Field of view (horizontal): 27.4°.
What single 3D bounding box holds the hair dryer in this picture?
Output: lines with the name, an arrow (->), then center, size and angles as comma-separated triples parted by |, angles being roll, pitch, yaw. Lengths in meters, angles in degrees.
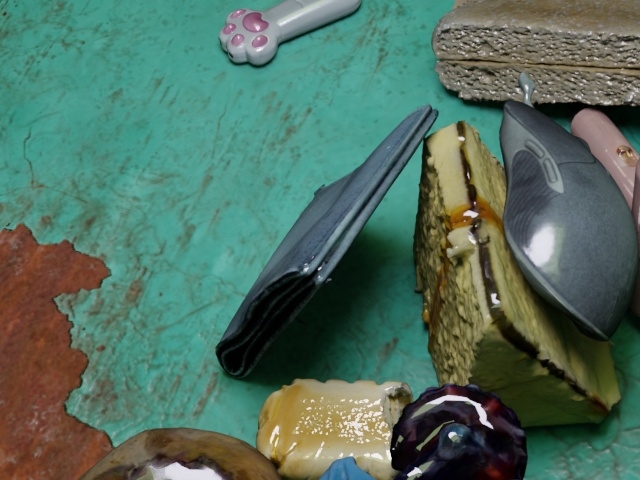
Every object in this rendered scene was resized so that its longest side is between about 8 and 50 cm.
hair dryer -> 0.338, -0.077, 1.435 | 0.106, 0.189, 0.344 | -13, 37, -9

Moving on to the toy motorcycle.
toy motorcycle -> 0.113, 0.335, 1.150 | 0.232, 0.172, 0.416 | -16, 69, -2

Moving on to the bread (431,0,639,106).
bread -> 0.306, -0.243, 1.565 | 0.337, 0.102, 0.183 | 9, 39, 31

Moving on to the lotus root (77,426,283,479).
lotus root -> -0.145, 0.293, 1.211 | 0.272, 0.192, 0.272 | 0, 56, 0

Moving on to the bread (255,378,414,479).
bread -> 0.024, 0.195, 1.310 | 0.177, 0.084, 0.119 | 4, 56, 11

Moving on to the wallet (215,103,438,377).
wallet -> -0.001, -0.001, 1.355 | 0.054, 0.290, 0.251 | 35, 58, -4

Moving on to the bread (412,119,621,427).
bread -> 0.198, 0.033, 1.313 | 0.198, 0.236, 0.263 | -10, 52, 1

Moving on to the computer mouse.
computer mouse -> 0.250, -0.060, 1.325 | 0.090, 0.167, 0.379 | -32, 40, 25

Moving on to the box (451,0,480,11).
box -> 0.206, -0.316, 1.713 | 0.053, 0.024, 0.083 | 10, 56, 15

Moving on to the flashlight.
flashlight -> -0.037, -0.294, 1.716 | 0.200, 0.047, 0.093 | -27, 54, -11
